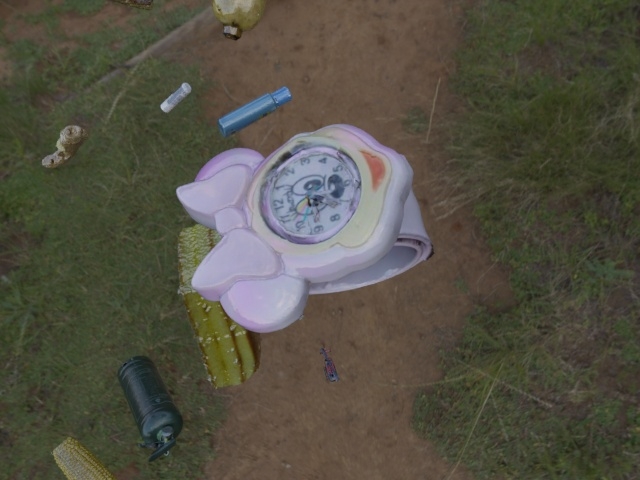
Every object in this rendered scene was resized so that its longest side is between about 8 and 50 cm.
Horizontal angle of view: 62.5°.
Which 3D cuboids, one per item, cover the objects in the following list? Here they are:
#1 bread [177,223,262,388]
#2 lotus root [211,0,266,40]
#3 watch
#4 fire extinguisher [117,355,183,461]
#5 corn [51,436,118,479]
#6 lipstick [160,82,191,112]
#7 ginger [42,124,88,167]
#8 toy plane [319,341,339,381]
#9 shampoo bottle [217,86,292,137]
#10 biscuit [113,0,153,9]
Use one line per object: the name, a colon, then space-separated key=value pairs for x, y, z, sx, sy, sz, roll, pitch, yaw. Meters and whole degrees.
bread: x=-0.164 y=0.104 z=0.901 sx=0.110 sy=0.234 sz=0.184 roll=-11 pitch=35 yaw=-5
lotus root: x=-0.239 y=-0.742 z=1.568 sx=0.160 sy=0.146 sz=0.284 roll=14 pitch=101 yaw=0
watch: x=0.000 y=0.000 z=0.608 sx=0.248 sy=0.217 sz=0.211 roll=-19 pitch=67 yaw=12
fire extinguisher: x=-0.394 y=0.388 z=1.222 sx=0.114 sy=0.095 sz=0.311 roll=-4 pitch=23 yaw=-35
corn: x=-0.613 y=0.643 z=1.418 sx=0.091 sy=0.091 sz=0.260 roll=-41 pitch=93 yaw=13
lipstick: x=-0.520 y=-0.514 z=1.902 sx=0.141 sy=0.040 sz=0.040 roll=-30 pitch=55 yaw=32
ginger: x=-0.640 y=-0.236 z=1.332 sx=0.051 sy=0.173 sz=0.069 roll=52 pitch=37 yaw=1
toy plane: x=0.026 y=0.382 z=1.641 sx=0.037 sy=0.060 sz=0.145 roll=-14 pitch=55 yaw=-8
shampoo bottle: x=-0.212 y=-0.423 z=1.719 sx=0.258 sy=0.104 sz=0.061 roll=-32 pitch=92 yaw=-11
biscuit: x=-0.474 y=-0.577 z=1.126 sx=0.237 sy=0.026 sz=0.131 roll=-7 pitch=77 yaw=-46
